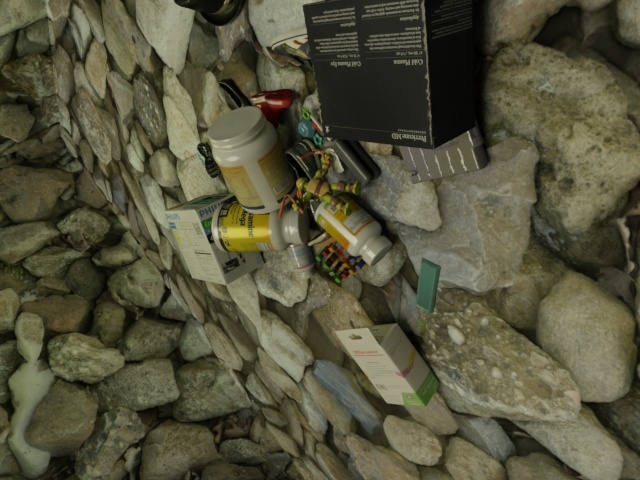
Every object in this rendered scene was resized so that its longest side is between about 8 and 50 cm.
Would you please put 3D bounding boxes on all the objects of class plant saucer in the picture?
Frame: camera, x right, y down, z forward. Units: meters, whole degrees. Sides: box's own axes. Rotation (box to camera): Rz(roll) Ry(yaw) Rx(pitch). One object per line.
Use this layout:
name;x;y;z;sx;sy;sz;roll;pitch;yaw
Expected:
plant saucer;0.334;0.147;1.517;0.067;0.018;0.192;29;136;35

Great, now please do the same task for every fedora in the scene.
fedora;-0.392;-0.849;1.549;0.334;0.152;0.334;30;135;35

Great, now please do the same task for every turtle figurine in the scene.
turtle figurine;0.002;-0.144;1.486;0.217;0.269;0.087;21;157;21

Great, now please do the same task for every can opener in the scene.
can opener;0.080;-0.302;1.446;0.283;0.076;0.095;52;145;8

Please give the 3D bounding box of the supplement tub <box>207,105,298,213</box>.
supplement tub;-0.228;-0.271;1.648;0.228;0.228;0.316;23;149;40

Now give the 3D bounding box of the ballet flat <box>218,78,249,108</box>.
ballet flat;-0.314;-0.524;1.782;0.173;0.049;0.057;52;145;10

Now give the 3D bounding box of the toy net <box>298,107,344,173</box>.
toy net;0.013;-0.318;1.542;0.232;0.045;0.122;49;144;10

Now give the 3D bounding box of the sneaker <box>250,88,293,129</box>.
sneaker;-0.146;-0.437;1.633;0.221;0.087;0.128;28;145;53

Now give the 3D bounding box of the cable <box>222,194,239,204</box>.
cable;-0.331;-0.108;2.044;0.047;0.184;0.150;-142;66;-82

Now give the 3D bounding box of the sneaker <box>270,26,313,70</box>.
sneaker;-0.017;-0.532;1.350;0.321;0.126;0.127;10;117;45

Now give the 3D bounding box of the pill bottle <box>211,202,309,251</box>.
pill bottle;-0.218;-0.052;1.802;0.334;0.188;0.188;-2;118;16

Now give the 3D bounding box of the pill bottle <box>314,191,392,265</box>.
pill bottle;0.109;-0.036;1.551;0.245;0.136;0.136;45;142;19

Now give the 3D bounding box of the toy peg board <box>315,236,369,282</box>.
toy peg board;0.075;0.066;1.685;0.161;0.079;0.160;48;144;-8

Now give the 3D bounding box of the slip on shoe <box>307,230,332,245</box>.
slip on shoe;0.000;0.000;1.791;0.041;0.051;0.135;50;139;-8

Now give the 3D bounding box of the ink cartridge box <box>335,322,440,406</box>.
ink cartridge box;0.233;0.411;1.700;0.353;0.119;0.207;54;146;-12

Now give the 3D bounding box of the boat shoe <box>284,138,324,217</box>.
boat shoe;-0.039;-0.181;1.656;0.116;0.099;0.319;5;119;49

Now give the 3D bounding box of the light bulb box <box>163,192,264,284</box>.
light bulb box;-0.494;-0.014;2.223;0.358;0.225;0.361;3;116;50

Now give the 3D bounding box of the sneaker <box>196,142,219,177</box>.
sneaker;-0.499;-0.353;2.140;0.162;0.063;0.073;68;162;-6

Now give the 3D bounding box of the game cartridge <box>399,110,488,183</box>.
game cartridge;0.271;-0.329;1.210;0.230;0.068;0.355;-8;109;48

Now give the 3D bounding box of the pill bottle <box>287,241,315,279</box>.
pill bottle;-0.074;0.067;1.892;0.087;0.087;0.160;5;119;49

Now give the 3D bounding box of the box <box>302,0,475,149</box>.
box;0.156;-0.396;1.098;0.343;0.179;0.312;19;128;43
